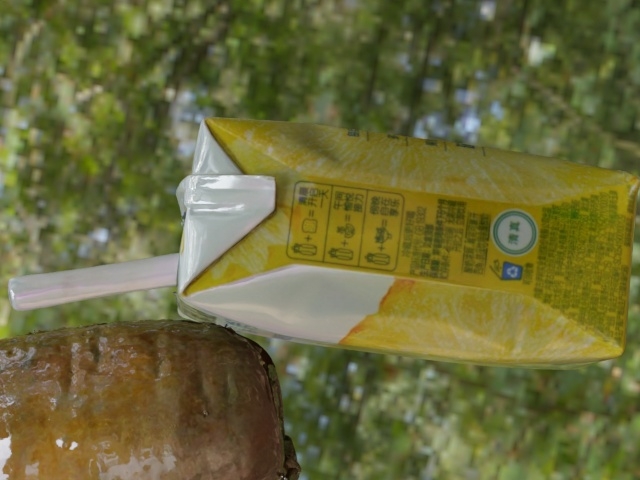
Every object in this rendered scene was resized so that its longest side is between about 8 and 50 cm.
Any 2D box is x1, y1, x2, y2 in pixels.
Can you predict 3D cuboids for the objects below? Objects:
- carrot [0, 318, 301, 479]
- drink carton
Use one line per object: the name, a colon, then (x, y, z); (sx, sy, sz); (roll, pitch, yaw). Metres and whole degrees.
carrot: (-0.099, 0.056, 0.447); (0.060, 0.186, 0.060); (-9, -90, -85)
drink carton: (0.000, 0.000, 0.592); (0.084, 0.200, 0.074); (129, 148, -82)
